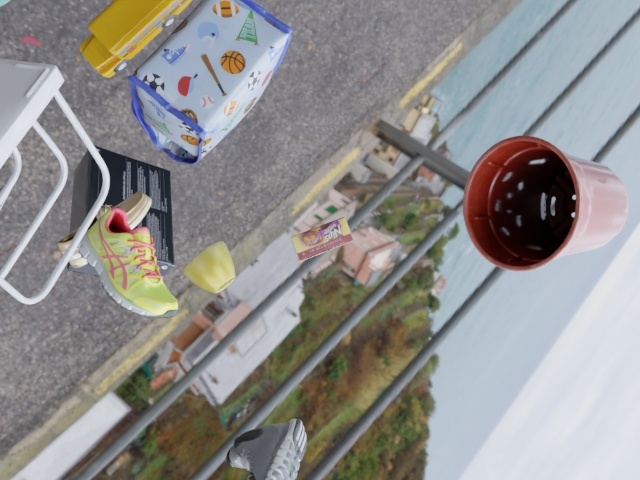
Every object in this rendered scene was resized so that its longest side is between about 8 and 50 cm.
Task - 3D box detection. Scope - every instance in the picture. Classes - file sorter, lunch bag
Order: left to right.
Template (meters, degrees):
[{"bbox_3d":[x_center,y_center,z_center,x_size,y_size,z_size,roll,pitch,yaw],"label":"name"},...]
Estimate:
[{"bbox_3d":[-0.394,-0.066,0.621,0.173,0.277,0.193,76,29,-56],"label":"file sorter"},{"bbox_3d":[-0.267,-0.363,1.411,0.328,0.239,0.385,-51,-177,-13],"label":"lunch bag"}]

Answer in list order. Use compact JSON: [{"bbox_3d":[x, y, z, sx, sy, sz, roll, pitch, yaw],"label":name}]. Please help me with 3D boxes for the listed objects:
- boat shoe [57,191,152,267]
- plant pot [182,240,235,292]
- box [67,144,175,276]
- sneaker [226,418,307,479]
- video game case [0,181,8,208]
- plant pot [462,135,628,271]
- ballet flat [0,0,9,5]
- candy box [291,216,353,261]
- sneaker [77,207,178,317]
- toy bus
[{"bbox_3d":[-0.356,-0.030,0.996,0.170,0.063,0.059,-46,127,-20],"label":"boat shoe"},{"bbox_3d":[-0.278,0.081,1.577,0.134,0.095,0.134,-39,173,-6],"label":"plant pot"},{"bbox_3d":[-0.411,-0.050,1.248,0.184,0.261,0.103,20,134,-37],"label":"box"},{"bbox_3d":[-0.112,0.404,1.043,0.229,0.132,0.086,-58,138,-62],"label":"sneaker"},{"bbox_3d":[-1.062,-0.084,1.910,0.022,0.190,0.173,41,40,-36],"label":"video game case"},{"bbox_3d":[0.496,-0.075,1.287,0.265,0.272,0.273,-1,125,-37],"label":"plant pot"},{"bbox_3d":[-0.524,-0.464,1.047,0.168,0.052,0.057,-40,154,-24],"label":"ballet flat"},{"bbox_3d":[0.000,0.000,1.184,0.109,0.053,0.186,-21,180,-3],"label":"candy box"},{"bbox_3d":[-0.272,0.029,0.875,0.094,0.208,0.081,-53,158,11],"label":"sneaker"},{"bbox_3d":[-0.485,-0.577,1.572,0.332,0.108,0.130,-40,-173,5],"label":"toy bus"}]
